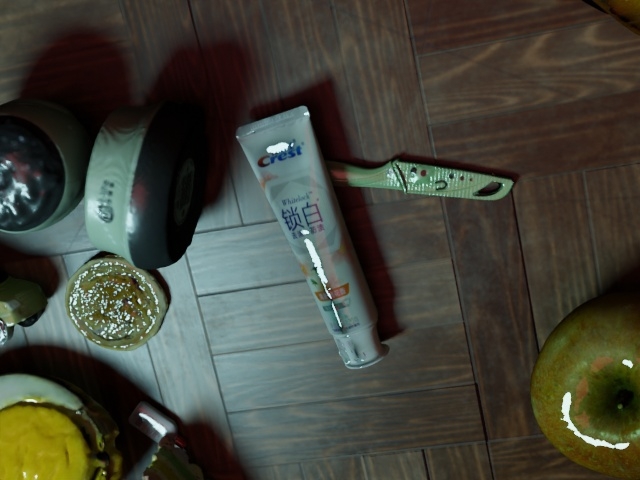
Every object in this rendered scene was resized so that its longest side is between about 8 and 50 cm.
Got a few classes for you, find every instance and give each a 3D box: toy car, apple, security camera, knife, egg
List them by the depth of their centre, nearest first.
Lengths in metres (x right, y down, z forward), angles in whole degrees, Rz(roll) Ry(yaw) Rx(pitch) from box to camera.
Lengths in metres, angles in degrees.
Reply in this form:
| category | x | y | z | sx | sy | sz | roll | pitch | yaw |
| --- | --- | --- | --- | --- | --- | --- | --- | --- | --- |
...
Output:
| category | x | y | z | sx | sy | sz | roll | pitch | yaw |
| --- | --- | --- | --- | --- | --- | --- | --- | --- | --- |
| apple | 0.365 | 0.165 | 1.248 | 0.237 | 0.207 | 0.237 | 3 | 96 | 25 |
| security camera | -0.286 | -0.082 | 1.278 | 0.277 | 0.191 | 0.197 | 11 | 111 | 8 |
| knife | 0.082 | -0.078 | 1.301 | 0.293 | 0.020 | 0.043 | 7 | 107 | 7 |
| toy car | -0.487 | 0.089 | 1.415 | 0.257 | 0.101 | 0.124 | -18 | 100 | 17 |
| egg | -0.392 | 0.315 | 1.442 | 0.264 | 0.174 | 0.286 | 37 | 84 | 11 |

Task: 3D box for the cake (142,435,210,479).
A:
| category | x | y | z | sx | sy | sz | roll | pitch | yaw |
| --- | --- | --- | --- | --- | --- | --- | --- | --- | --- |
| cake | -0.153 | 0.364 | 1.428 | 0.090 | 0.109 | 0.225 | -15 | 112 | 13 |

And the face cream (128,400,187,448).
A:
| category | x | y | z | sx | sy | sz | roll | pitch | yaw |
| --- | --- | --- | --- | --- | --- | --- | --- | --- | --- |
| face cream | -0.215 | 0.250 | 1.459 | 0.083 | 0.021 | 0.040 | 36 | 110 | -2 |

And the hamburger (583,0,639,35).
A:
| category | x | y | z | sx | sy | sz | roll | pitch | yaw |
| --- | --- | --- | --- | --- | --- | --- | --- | --- | --- |
| hamburger | 0.305 | -0.297 | 1.078 | 0.237 | 0.237 | 0.147 | 35 | 108 | -2 |

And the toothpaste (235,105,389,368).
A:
| category | x | y | z | sx | sy | sz | roll | pitch | yaw |
| --- | --- | --- | --- | --- | --- | --- | --- | --- | --- |
| toothpaste | 0.000 | 0.000 | 1.313 | 0.100 | 0.066 | 0.323 | -16 | 106 | 26 |

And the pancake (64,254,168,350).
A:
| category | x | y | z | sx | sy | sz | roll | pitch | yaw |
| --- | --- | --- | --- | --- | --- | --- | --- | --- | --- |
| pancake | -0.265 | 0.083 | 1.414 | 0.139 | 0.022 | 0.139 | 3 | 109 | 9 |
